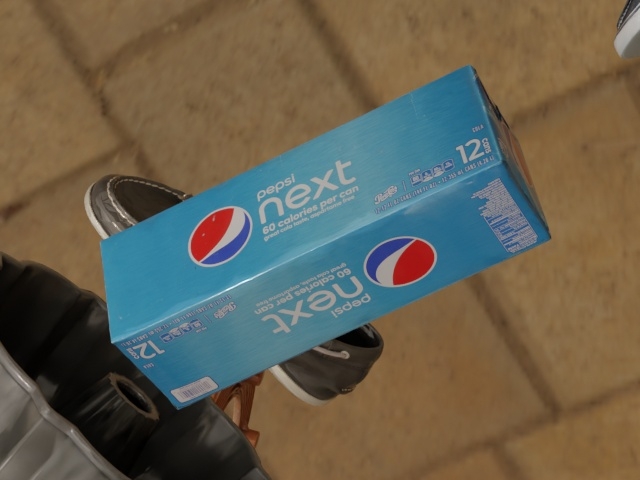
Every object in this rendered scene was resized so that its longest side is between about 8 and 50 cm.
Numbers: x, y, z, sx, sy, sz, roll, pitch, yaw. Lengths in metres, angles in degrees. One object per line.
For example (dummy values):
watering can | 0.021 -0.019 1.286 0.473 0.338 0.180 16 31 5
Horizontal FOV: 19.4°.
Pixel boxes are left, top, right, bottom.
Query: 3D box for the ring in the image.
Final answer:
ring | -0.118 0.275 2.027 0.032 0.336 0.336 17 116 7

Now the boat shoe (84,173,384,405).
boat shoe | -0.078 0.030 1.856 0.335 0.112 0.095 40 126 -14

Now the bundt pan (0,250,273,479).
bundt pan | -0.187 0.164 1.484 0.331 0.331 0.124 41 101 -13

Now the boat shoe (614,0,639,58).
boat shoe | 0.284 -0.234 1.526 0.083 0.065 0.183 59 138 23

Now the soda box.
soda box | 0.000 0.000 0.914 0.210 0.071 0.067 -25 136 13
